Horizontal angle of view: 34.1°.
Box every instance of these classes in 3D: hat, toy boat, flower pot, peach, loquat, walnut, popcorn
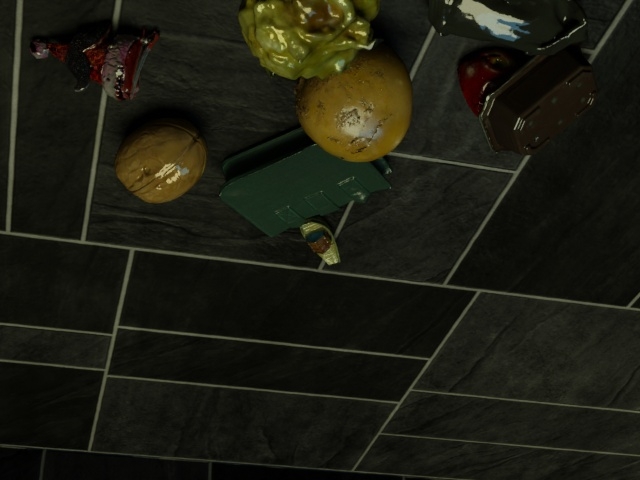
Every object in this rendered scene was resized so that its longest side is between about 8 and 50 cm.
[{"bbox_3d":[-0.428,-0.346,1.931,0.228,0.129,0.140,15,102,4],"label":"hat"},{"bbox_3d":[0.000,0.000,2.447,0.065,0.066,0.172,-18,142,15],"label":"toy boat"},{"bbox_3d":[0.432,-0.263,1.997,0.251,0.084,0.179,-40,141,-5],"label":"flower pot"},{"bbox_3d":[0.337,-0.292,2.044,0.127,0.092,0.172,-9,141,4],"label":"peach"},{"bbox_3d":[0.064,-0.265,1.945,0.235,0.235,0.235,-2,144,-1],"label":"loquat"},{"bbox_3d":[-0.322,-0.163,2.125,0.197,0.165,0.165,-20,141,34],"label":"walnut"},{"bbox_3d":[-0.013,-0.384,1.770,0.249,0.225,0.249,-36,170,-7],"label":"popcorn"}]

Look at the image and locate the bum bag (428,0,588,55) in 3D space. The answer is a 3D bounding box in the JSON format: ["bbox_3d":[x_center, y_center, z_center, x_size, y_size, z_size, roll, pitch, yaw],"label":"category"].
[{"bbox_3d":[0.332,-0.412,1.891,0.327,0.079,0.142,14,132,-10],"label":"bum bag"}]

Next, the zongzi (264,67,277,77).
[{"bbox_3d":[-0.061,-0.370,1.955,0.113,0.052,0.104,-21,136,-1],"label":"zongzi"}]

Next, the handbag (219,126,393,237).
[{"bbox_3d":[-0.035,-0.135,2.241,0.327,0.089,0.238,-22,140,23],"label":"handbag"}]
